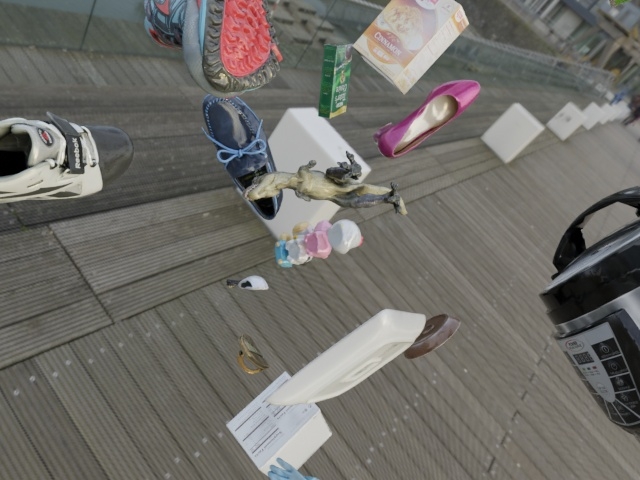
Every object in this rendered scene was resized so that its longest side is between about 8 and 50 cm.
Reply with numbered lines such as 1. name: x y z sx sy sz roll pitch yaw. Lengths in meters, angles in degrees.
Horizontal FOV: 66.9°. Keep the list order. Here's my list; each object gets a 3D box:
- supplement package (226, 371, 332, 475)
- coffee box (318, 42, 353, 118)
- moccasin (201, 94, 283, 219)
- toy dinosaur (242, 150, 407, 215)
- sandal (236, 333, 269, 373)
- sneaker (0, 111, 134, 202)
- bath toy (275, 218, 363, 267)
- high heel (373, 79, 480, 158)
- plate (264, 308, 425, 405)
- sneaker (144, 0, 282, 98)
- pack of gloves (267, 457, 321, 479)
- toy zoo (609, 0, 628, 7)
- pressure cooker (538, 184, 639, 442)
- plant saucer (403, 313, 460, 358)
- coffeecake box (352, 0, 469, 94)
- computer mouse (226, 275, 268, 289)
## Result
1. supplement package: -0.102 0.516 1.314 0.204 0.262 0.145 -40 58 -18
2. coffee box: 0.041 -0.428 1.293 0.040 0.184 0.113 17 28 20
3. moccasin: -0.166 -0.196 1.165 0.117 0.137 0.342 -101 163 -50
4. toy dinosaur: 0.039 -0.067 0.634 0.268 0.118 0.064 7 85 -28
5. sandal: -0.143 0.241 0.984 0.049 0.180 0.072 -31 71 -11
6. sneaker: -0.411 -0.125 0.731 0.330 0.146 0.123 -29 99 -48
7. bath toy: 0.000 0.000 1.597 0.129 0.348 0.152 7 76 -44
8. high heel: 0.223 -0.240 0.961 0.117 0.244 0.082 -111 177 -60
9. plate: 0.069 0.231 0.921 0.045 0.278 0.277 57 15 24
10. sneaker: -0.117 -0.218 0.492 0.104 0.125 0.262 44 28 -44
11. pack of gloves: -0.027 0.526 0.891 0.046 0.232 0.195 -12 104 -50
12. toy zoo: 0.626 -0.565 0.885 0.192 0.030 0.293 63 -5 -14
13. pressure cooker: 0.600 0.110 0.833 0.375 0.370 0.421 -7 62 -54
14. plant saucer: 0.274 0.235 1.223 0.029 0.168 0.168 55 35 -1
15. coffeecake box: 0.183 -0.423 0.997 0.142 0.185 0.068 51 16 29
16. computer mouse: -0.227 0.135 1.572 0.106 0.193 0.042 4 86 -34
